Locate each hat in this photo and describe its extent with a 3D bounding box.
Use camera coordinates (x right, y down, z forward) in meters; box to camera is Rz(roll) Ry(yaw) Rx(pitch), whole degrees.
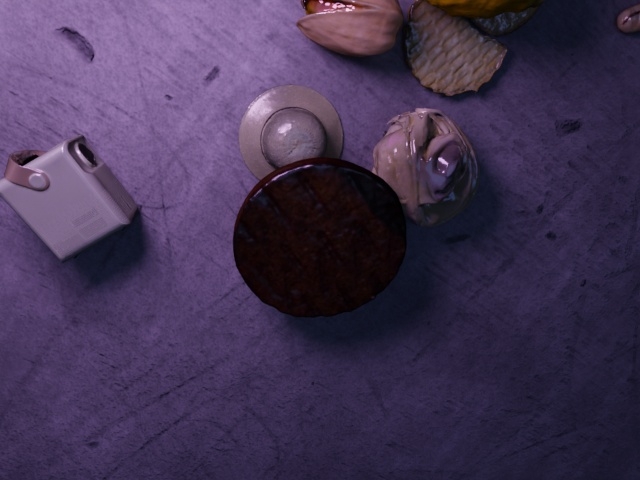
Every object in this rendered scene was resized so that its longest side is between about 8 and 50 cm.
[{"bbox_3d":[-0.061,-0.228,1.015,0.257,0.130,0.257,-3,109,-9],"label":"hat"}]

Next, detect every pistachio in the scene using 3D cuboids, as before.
[{"bbox_3d":[0.062,-0.481,0.946,0.229,0.157,0.157,9,106,-1],"label":"pistachio"}]

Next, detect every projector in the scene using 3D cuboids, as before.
[{"bbox_3d":[-0.543,-0.102,0.948,0.177,0.163,0.243,-32,113,-1],"label":"projector"}]

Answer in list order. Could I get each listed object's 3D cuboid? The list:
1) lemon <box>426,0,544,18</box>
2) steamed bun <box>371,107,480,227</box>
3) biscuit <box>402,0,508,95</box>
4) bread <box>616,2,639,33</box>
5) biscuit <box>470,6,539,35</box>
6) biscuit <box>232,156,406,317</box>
[{"bbox_3d":[0.308,-0.603,0.886,0.316,0.285,0.286,13,105,-25],"label":"lemon"},{"bbox_3d":[0.268,-0.164,1.059,0.280,0.207,0.268,30,100,-20],"label":"steamed bun"},{"bbox_3d":[0.303,-0.451,1.061,0.273,0.036,0.187,28,100,-18],"label":"biscuit"},{"bbox_3d":[0.859,-0.581,1.116,0.214,0.053,0.073,-17,106,-5],"label":"bread"},{"bbox_3d":[0.435,-0.603,1.039,0.219,0.033,0.220,-3,110,-7],"label":"biscuit"},{"bbox_3d":[0.000,0.000,1.033,0.407,0.091,0.408,-4,116,-7],"label":"biscuit"}]
